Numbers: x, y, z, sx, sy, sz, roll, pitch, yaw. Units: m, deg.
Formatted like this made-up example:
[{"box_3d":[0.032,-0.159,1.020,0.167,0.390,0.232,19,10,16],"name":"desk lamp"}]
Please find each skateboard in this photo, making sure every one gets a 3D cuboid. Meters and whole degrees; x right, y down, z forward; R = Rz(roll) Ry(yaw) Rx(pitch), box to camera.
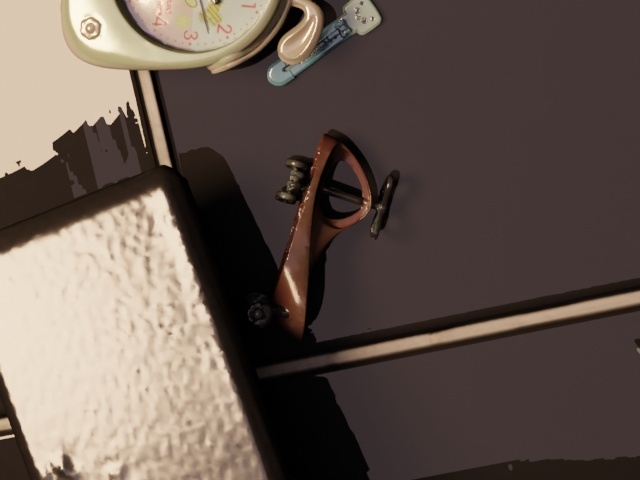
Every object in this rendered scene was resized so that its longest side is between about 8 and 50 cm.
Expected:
[{"box_3d":[0.000,0.000,1.310,0.080,0.067,0.151,16,96,-4],"name":"skateboard"}]

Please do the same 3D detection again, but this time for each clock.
[{"box_3d":[-0.088,-0.194,1.290,0.191,0.062,0.152,7,98,6],"name":"clock"}]

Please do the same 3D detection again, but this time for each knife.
[{"box_3d":[0.001,-0.144,1.311,0.096,0.010,0.027,-35,92,11],"name":"knife"}]

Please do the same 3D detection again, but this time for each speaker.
[{"box_3d":[-0.103,0.159,1.314,0.180,0.184,0.388,-21,84,8],"name":"speaker"}]

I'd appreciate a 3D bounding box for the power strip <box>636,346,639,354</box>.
[{"box_3d":[0.332,0.027,1.275,0.137,0.044,0.216,31,101,2],"name":"power strip"}]
